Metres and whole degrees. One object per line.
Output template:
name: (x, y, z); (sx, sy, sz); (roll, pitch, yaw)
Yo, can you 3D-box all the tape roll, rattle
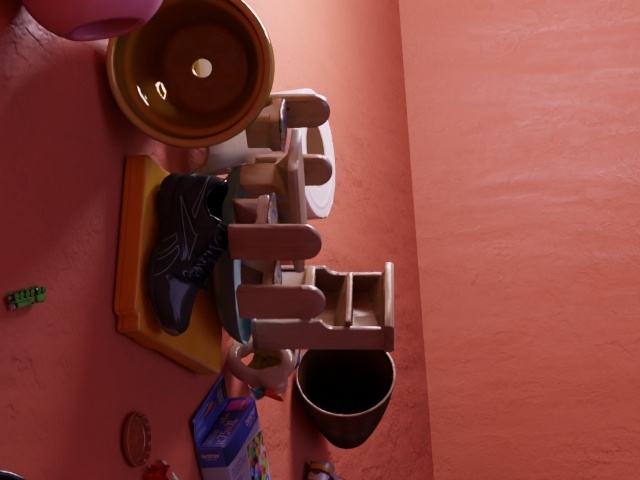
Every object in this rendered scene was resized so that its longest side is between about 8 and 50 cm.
tape roll: (-0.054, -0.182, 2.463); (0.286, 0.100, 0.286); (-6, 90, -74)
rattle: (-0.111, 0.276, 2.096); (0.142, 0.130, 0.199); (-65, -150, 26)

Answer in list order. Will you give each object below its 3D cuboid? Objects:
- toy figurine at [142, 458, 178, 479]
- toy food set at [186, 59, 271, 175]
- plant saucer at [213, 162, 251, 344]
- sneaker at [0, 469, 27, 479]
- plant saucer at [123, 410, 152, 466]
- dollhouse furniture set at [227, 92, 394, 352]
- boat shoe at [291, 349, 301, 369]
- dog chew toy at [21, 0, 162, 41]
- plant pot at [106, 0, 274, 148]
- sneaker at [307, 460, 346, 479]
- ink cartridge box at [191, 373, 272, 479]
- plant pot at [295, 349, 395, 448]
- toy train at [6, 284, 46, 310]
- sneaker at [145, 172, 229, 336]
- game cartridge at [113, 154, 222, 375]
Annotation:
toy figurine: (-0.132, 0.506, 1.791); (0.191, 0.217, 0.362); (-74, 153, -50)
toy food set: (-0.194, -0.272, 2.083); (0.220, 0.092, 0.306); (-14, 98, -61)
plant saucer: (-0.148, 0.024, 1.990); (0.317, 0.044, 0.317); (-1, 90, -86)
sneaker: (-0.353, 0.322, 1.141); (0.483, 0.202, 0.185); (36, 51, -68)
plant saucer: (-0.278, 0.300, 1.723); (0.083, 0.013, 0.083); (-4, 90, -73)
dollhouse furniture set: (0.000, 0.000, 1.977); (0.362, 0.256, 0.394); (-87, 175, -49)
boat shoe: (-0.065, 0.207, 2.400); (0.043, 0.049, 0.137); (-23, 111, -70)
dog chew toy: (-0.321, -0.439, 1.510); (0.206, 0.207, 0.331); (-6, 84, -73)
plant pot: (-0.196, -0.277, 1.820); (0.239, 0.254, 0.254); (-90, 173, -83)
sneaker: (0.014, 0.558, 2.533); (0.185, 0.070, 0.084); (55, 42, -48)
ink cartridge box: (-0.149, 0.415, 2.040); (0.186, 0.065, 0.311); (-55, 135, -66)
plant pot: (0.059, 0.361, 2.536); (0.230, 0.215, 0.215); (87, 10, -49)
toy train: (-0.377, 0.073, 1.462); (0.083, 0.017, 0.023); (-21, 116, -73)
sneaker: (-0.202, 0.015, 1.757); (0.101, 0.106, 0.267); (48, 41, -64)
game cartridge: (-0.242, 0.049, 1.872); (0.324, 0.053, 0.285); (44, 43, -62)
